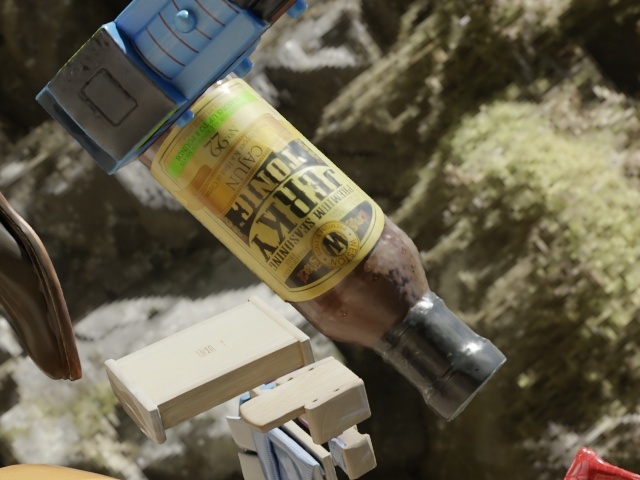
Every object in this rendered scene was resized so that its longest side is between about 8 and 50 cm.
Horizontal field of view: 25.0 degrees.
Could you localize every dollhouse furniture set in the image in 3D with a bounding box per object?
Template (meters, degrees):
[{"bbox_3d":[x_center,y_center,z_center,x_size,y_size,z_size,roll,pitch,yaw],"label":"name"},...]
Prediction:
[{"bbox_3d":[-0.075,0.266,1.633,0.286,0.198,0.303,34,-37,55],"label":"dollhouse furniture set"}]

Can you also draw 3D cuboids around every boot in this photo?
[{"bbox_3d":[-0.241,0.010,0.949,0.219,0.106,0.082,64,-18,0],"label":"boot"}]

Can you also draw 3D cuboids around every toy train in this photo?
[{"bbox_3d":[-0.075,-0.120,0.828,0.080,0.184,0.105,47,18,-6],"label":"toy train"}]

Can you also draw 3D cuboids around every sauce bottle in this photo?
[{"bbox_3d":[0.000,0.000,1.144,0.344,0.111,0.111,41,-11,8],"label":"sauce bottle"}]

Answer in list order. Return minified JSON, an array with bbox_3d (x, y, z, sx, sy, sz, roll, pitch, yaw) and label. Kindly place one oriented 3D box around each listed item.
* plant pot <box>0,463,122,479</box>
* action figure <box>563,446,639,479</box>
[{"bbox_3d":[-0.247,0.269,0.930,0.204,0.290,0.291,12,-31,31],"label":"plant pot"},{"bbox_3d":[0.273,0.241,0.896,0.280,0.139,0.091,15,-14,34],"label":"action figure"}]
